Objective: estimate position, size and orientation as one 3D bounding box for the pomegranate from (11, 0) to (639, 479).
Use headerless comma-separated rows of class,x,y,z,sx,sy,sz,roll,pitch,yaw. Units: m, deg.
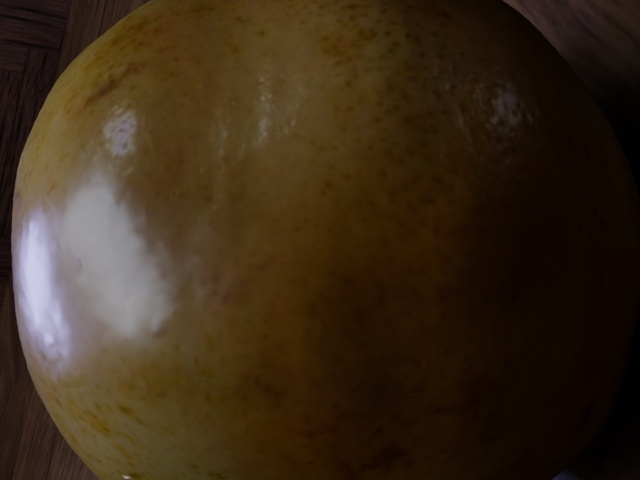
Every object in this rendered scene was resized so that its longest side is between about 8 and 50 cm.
pomegranate,0.000,0.000,0.667,0.417,0.417,0.416,-173,90,-66
